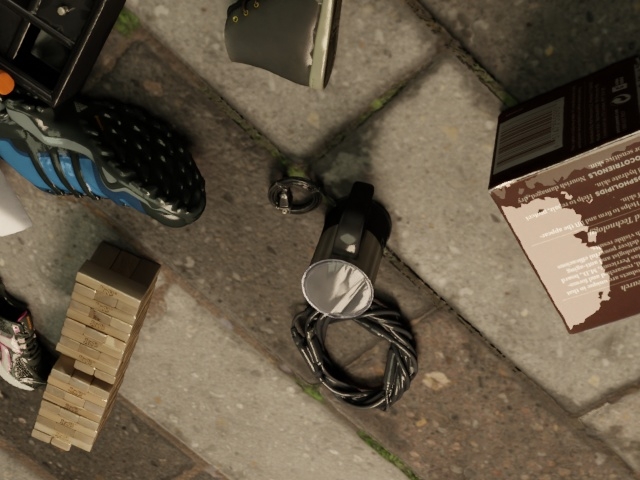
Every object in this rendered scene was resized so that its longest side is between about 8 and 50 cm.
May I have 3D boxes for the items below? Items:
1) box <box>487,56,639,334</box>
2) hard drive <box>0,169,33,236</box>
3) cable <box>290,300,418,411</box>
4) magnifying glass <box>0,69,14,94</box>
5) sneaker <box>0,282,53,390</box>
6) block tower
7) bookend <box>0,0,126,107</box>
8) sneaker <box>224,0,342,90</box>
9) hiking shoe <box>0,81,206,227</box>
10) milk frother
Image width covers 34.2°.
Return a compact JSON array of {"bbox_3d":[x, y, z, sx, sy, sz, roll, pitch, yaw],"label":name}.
[{"bbox_3d":[0.296,-0.046,1.084,0.167,0.168,0.203,-22,117,26],"label":"box"},{"bbox_3d":[-0.456,-0.118,1.247,0.172,0.054,0.254,14,137,49],"label":"hard drive"},{"bbox_3d":[0.055,0.150,1.368,0.150,0.047,0.184,-19,115,20],"label":"cable"},{"bbox_3d":[-0.431,-0.216,1.173,0.231,0.026,0.092,29,164,27],"label":"magnifying glass"},{"bbox_3d":[-0.429,0.133,1.455,0.077,0.072,0.178,-26,115,26],"label":"sneaker"},{"bbox_3d":[-0.308,0.151,1.426,0.091,0.097,0.335,24,129,-3],"label":"block tower"},{"bbox_3d":[-0.311,-0.259,1.141,0.156,0.072,0.157,35,119,-3],"label":"bookend"},{"bbox_3d":[-0.037,-0.262,1.070,0.118,0.083,0.222,13,128,5],"label":"sneaker"},{"bbox_3d":[-0.274,-0.099,1.243,0.304,0.113,0.132,32,136,2],"label":"hiking shoe"},{"bbox_3d":[0.000,0.000,1.213,0.143,0.135,0.129,-1,123,15],"label":"milk frother"}]
